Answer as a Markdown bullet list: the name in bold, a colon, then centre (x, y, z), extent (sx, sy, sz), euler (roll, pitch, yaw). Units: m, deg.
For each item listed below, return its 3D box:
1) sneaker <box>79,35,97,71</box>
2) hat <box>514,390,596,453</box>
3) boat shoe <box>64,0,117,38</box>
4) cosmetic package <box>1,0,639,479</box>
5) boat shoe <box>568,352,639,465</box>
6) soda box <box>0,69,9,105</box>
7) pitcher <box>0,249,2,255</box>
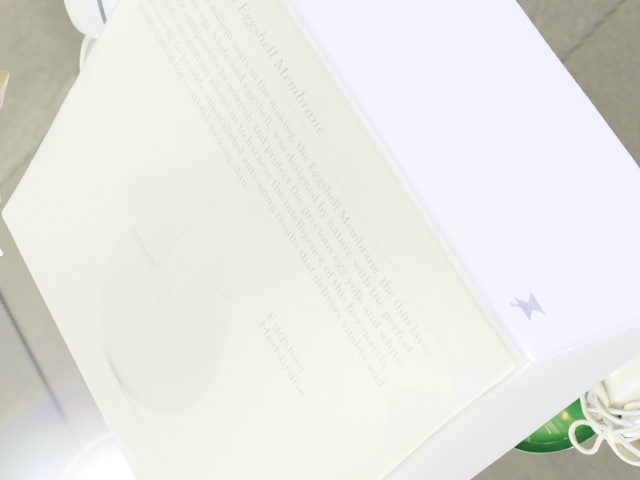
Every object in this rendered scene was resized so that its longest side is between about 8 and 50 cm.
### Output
- **sneaker**: centre (-0.146, -0.119, 1.186), extent (0.105, 0.281, 0.115), euler (-41, 36, 4)
- **hat**: centre (0.277, 0.166, 1.545), extent (0.208, 0.183, 0.173), euler (-21, 42, 5)
- **boat shoe**: centre (-0.114, -0.173, 0.799), extent (0.075, 0.226, 0.083), euler (4, 92, 4)
- **cosmetic package**: centre (0.000, 0.000, 0.497), extent (0.224, 0.138, 0.225), euler (59, 136, 19)
- **boat shoe**: centre (0.364, 0.192, 1.372), extent (0.136, 0.367, 0.156), euler (34, 78, 26)
- **soda box**: centre (-0.499, -0.191, 1.668), extent (0.181, 0.061, 0.058), euler (-95, 24, -58)
- **pitcher**: centre (-0.506, -0.007, 1.458), extent (0.207, 0.178, 0.125), euler (-20, 75, -26)
